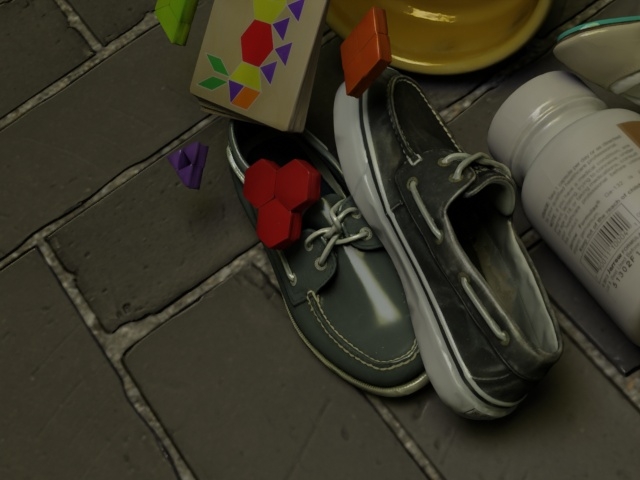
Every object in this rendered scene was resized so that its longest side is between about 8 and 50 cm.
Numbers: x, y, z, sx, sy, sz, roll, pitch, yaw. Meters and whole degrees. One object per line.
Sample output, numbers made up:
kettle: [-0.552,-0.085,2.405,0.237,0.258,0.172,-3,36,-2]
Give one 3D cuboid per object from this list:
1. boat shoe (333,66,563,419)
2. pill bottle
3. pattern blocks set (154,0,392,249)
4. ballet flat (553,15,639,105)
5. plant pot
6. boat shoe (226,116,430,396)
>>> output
boat shoe: [0.117,-0.021,1.075,0.119,0.121,0.335,-41,61,39]
pill bottle: [0.242,-0.033,1.062,0.131,0.131,0.229,-33,54,-4]
pattern blocks set: [-0.047,-0.186,1.134,0.285,0.026,0.325,36,110,38]
ballet flat: [0.314,-0.150,1.101,0.248,0.086,0.086,-9,51,-25]
plant pot: [0.123,-0.328,1.231,0.254,0.254,0.239,4,45,20]
boat shoe: [0.000,0.000,1.136,0.116,0.099,0.319,-30,55,-2]
